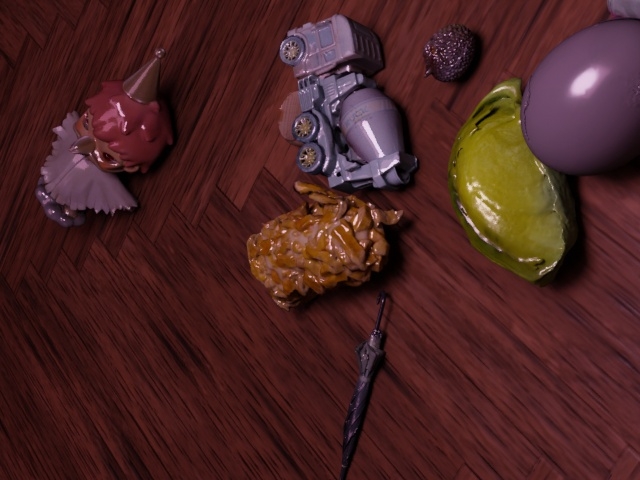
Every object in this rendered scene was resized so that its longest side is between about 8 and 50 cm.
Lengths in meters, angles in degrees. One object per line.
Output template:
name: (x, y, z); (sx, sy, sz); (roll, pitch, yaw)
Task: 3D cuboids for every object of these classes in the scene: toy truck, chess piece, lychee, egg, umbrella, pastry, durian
toy truck: (0.042, -0.179, 1.642); (0.140, 0.108, 0.257); (-19, 71, 31)
chess piece: (-0.025, -0.177, 1.761); (0.083, 0.038, 0.084); (-7, 80, 49)
lychee: (0.160, -0.235, 1.541); (0.083, 0.068, 0.067); (-42, 33, 16)
egg: (0.300, -0.153, 1.309); (0.199, 0.146, 0.146); (-51, 50, 39)
umbrella: (0.053, 0.197, 1.611); (0.044, 0.044, 0.269); (-148, 68, -75)
pastry: (0.000, 0.000, 1.637); (0.250, 0.102, 0.154); (-27, 82, 50)
durian: (0.220, -0.064, 1.428); (0.139, 0.101, 0.250); (-21, 64, 8)

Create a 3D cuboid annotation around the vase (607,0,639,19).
vase: (0.394, -0.235, 1.275); (0.214, 0.086, 0.086); (33, 108, 50)

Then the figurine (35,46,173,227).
figurine: (-0.348, -0.166, 2.027); (0.387, 0.166, 0.207); (-42, 71, 39)
